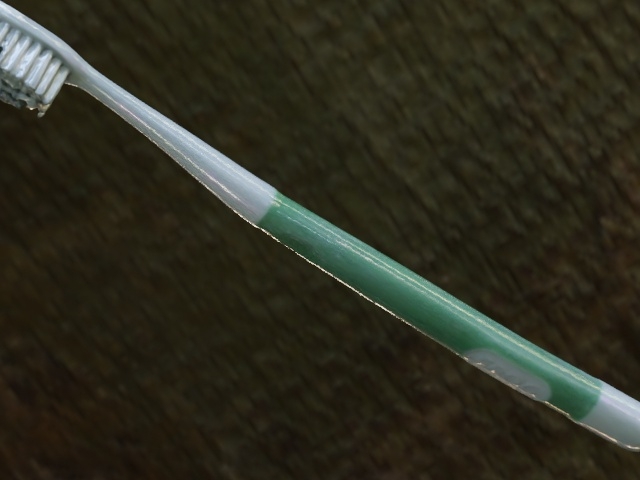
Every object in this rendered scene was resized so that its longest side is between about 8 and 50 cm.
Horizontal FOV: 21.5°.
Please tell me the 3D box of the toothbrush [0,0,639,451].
[{"bbox_3d":[0.000,0.000,0.511,0.018,0.257,0.024,-41,22,52],"label":"toothbrush"}]
